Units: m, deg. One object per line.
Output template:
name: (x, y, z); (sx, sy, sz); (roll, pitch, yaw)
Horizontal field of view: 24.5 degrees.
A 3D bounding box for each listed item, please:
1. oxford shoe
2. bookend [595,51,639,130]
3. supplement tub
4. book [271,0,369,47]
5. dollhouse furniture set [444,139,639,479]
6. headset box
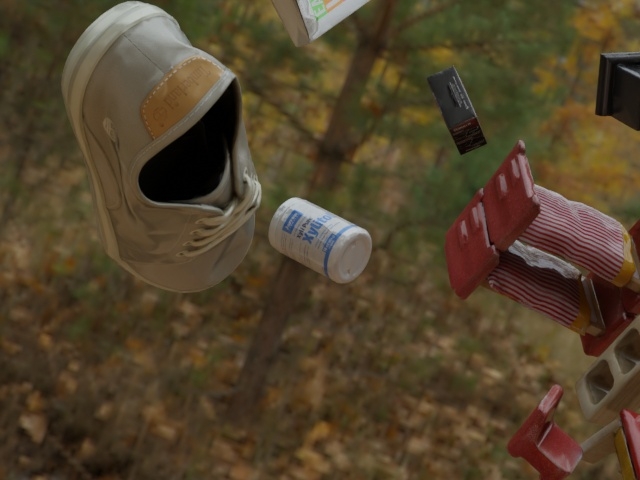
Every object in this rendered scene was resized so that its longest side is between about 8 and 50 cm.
oxford shoe: (-0.120, -0.048, 1.356); (0.130, 0.169, 0.449); (36, -17, 19)
bookend: (0.407, -0.156, 1.614); (0.157, 0.072, 0.156); (-4, 21, -15)
supplement tub: (0.000, 0.000, 1.719); (0.107, 0.071, 0.071); (27, 6, 33)
book: (-0.004, -0.267, 1.522); (0.035, 0.096, 0.144); (-13, 20, 34)
dollhouse furniture set: (0.269, 0.096, 1.510); (0.201, 0.152, 0.374); (23, 35, -22)
headset box: (0.136, -0.131, 1.471); (0.083, 0.032, 0.062); (53, 15, -67)
